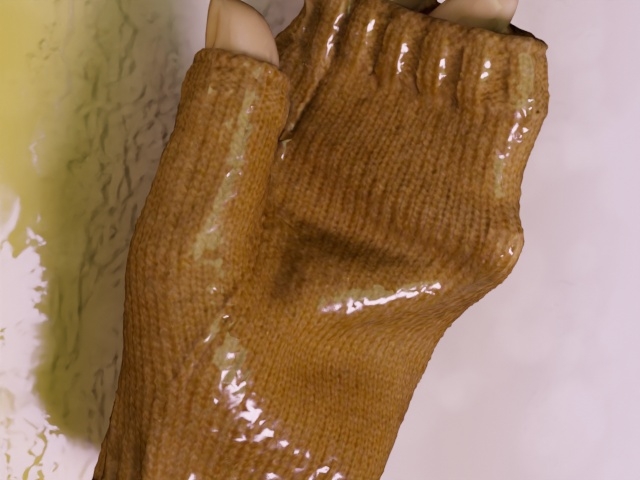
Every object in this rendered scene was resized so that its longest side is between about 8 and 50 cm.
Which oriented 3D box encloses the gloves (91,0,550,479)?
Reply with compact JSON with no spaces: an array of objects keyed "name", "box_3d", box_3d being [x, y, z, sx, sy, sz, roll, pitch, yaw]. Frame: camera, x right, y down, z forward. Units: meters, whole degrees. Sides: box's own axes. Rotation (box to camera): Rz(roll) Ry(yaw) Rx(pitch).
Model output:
[{"name":"gloves","box_3d":[-0.007,0.004,0.632,0.203,0.155,0.356,22,97,-18]}]
